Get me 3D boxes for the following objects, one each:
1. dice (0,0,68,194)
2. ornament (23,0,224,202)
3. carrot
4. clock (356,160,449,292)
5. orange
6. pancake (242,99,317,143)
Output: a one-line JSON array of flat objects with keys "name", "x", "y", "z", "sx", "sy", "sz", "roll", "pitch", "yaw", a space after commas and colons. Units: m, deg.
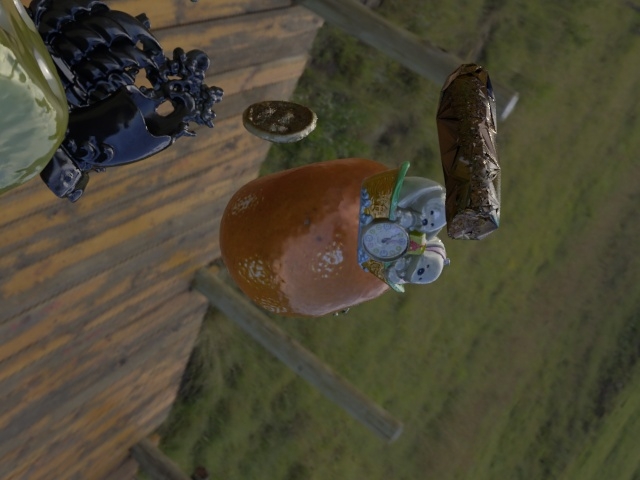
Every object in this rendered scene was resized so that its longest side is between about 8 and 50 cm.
[{"name": "dice", "x": -0.390, "y": -0.170, "z": 0.669, "sx": 0.227, "sy": 0.238, "sz": 0.233, "roll": -26, "pitch": 163, "yaw": -4}, {"name": "ornament", "x": -0.273, "y": -0.201, "z": 0.903, "sx": 0.260, "sy": 0.251, "sz": 0.106, "roll": -38, "pitch": -178, "yaw": -11}, {"name": "carrot", "x": 0.163, "y": -0.102, "z": 0.790, "sx": 0.069, "sy": 0.069, "sz": 0.228, "roll": 99, "pitch": -3, "yaw": -56}, {"name": "clock", "x": 0.128, "y": -0.014, "z": 1.085, "sx": 0.103, "sy": 0.144, "sz": 0.231, "roll": -77, "pitch": 170, "yaw": -53}, {"name": "orange", "x": 0.000, "y": 0.000, "z": 1.526, "sx": 0.424, "sy": 0.424, "sz": 0.326, "roll": -23, "pitch": 103, "yaw": -59}, {"name": "pancake", "x": -0.085, "y": -0.253, "z": 1.506, "sx": 0.158, "sy": 0.158, "sz": 0.028, "roll": -40, "pitch": 148, "yaw": -38}]
